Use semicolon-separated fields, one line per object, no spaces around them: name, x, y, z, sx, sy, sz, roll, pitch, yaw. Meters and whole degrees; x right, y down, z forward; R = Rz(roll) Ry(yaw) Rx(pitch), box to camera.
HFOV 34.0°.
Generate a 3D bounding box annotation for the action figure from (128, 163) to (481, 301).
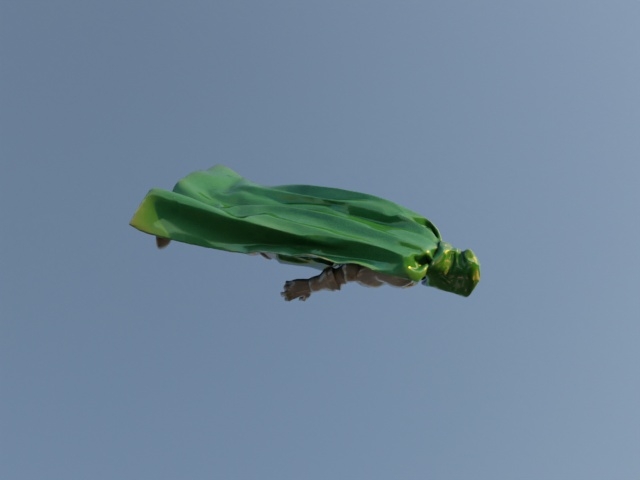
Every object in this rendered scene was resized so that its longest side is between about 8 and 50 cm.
action figure;0.000;0.000;0.742;0.232;0.137;0.063;13;-60;18
